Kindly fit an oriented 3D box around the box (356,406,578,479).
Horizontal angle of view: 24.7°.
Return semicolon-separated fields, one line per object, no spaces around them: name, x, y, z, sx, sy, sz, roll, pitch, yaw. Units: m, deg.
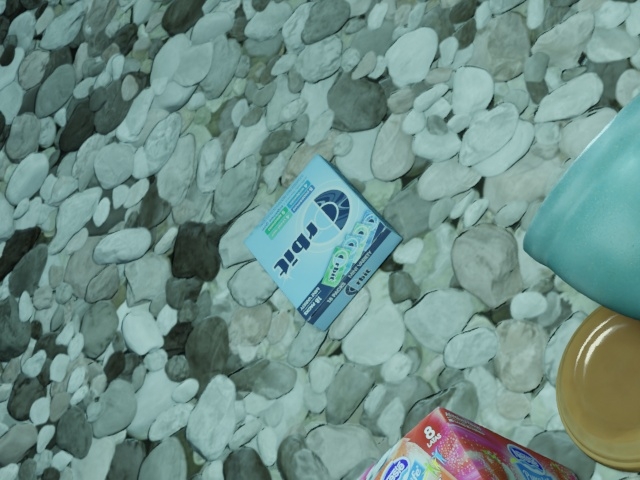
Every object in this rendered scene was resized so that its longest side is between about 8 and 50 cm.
box;0.171;0.275;1.419;0.122;0.257;0.128;-45;46;15

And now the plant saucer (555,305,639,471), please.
plant saucer;0.328;0.139;1.512;0.200;0.037;0.200;-20;56;33

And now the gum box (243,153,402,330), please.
gum box;0.000;0.000;1.871;0.157;0.041;0.184;-50;44;8

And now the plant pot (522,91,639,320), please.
plant pot;0.369;-0.026;1.421;0.293;0.293;0.196;-47;73;12
